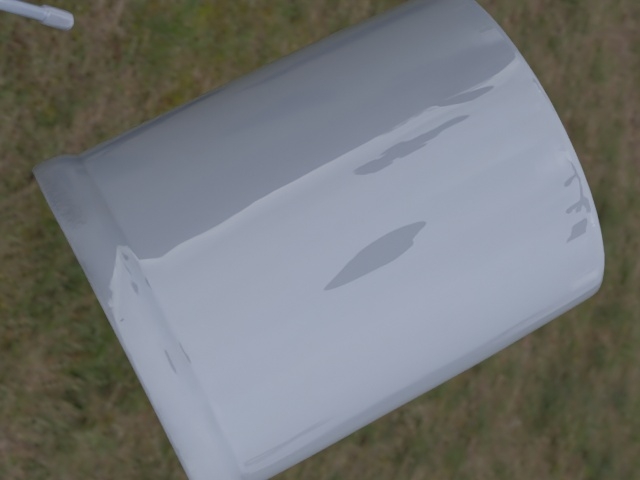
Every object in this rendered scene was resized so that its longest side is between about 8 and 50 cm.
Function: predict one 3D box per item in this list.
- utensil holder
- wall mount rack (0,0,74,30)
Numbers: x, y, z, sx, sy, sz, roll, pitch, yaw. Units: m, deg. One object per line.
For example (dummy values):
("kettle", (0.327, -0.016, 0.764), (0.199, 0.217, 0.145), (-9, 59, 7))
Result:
("utensil holder", (0.000, 0.000, 1.311), (0.385, 0.328, 0.328), (-27, 136, -7))
("wall mount rack", (-0.330, -0.100, 1.264), (0.350, 0.130, 0.304), (-61, -175, 15))
